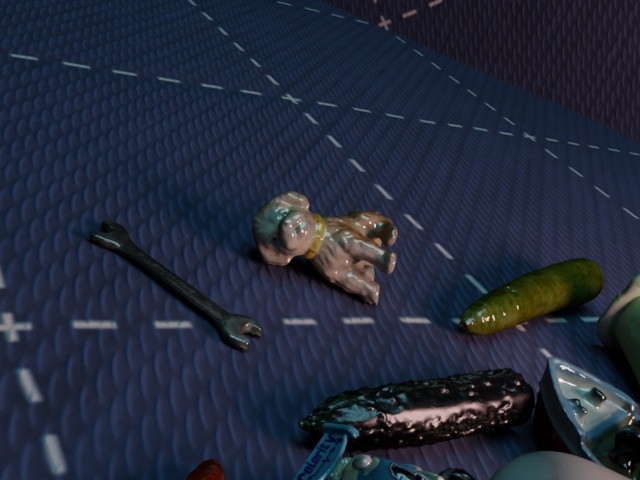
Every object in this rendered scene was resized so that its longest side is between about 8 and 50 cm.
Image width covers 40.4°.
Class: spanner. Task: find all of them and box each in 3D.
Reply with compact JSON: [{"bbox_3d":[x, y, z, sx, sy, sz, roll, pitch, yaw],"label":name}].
[{"bbox_3d":[-0.169,0.046,0.991,0.254,0.015,0.054,33,30,21],"label":"spanner"}]

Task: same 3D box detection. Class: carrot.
[{"bbox_3d":[0.302,0.083,1.248,0.358,0.074,0.074,-12,42,-46],"label":"carrot"}]

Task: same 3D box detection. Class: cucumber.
[{"bbox_3d":[0.107,0.179,0.901,0.300,0.072,0.072,-1,34,-37],"label":"cucumber"}]

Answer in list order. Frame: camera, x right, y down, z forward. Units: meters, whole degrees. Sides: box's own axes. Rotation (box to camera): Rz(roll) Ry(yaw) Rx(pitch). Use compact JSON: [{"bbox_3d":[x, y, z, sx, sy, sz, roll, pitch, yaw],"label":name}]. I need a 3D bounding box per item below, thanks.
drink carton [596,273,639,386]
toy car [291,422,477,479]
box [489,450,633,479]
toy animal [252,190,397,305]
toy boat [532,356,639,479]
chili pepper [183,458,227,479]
[{"bbox_3d":[0.477,0.151,1.189,0.146,0.144,0.142,14,37,-17],"label":"drink carton"},{"bbox_3d":[0.055,0.208,0.695,0.161,0.098,0.126,-11,21,34],"label":"toy car"},{"bbox_3d":[0.244,0.319,0.655,0.288,0.141,0.349,26,25,4],"label":"box"},{"bbox_3d":[0.000,-0.014,1.154,0.185,0.104,0.184,14,28,-8],"label":"toy animal"},{"bbox_3d":[0.362,0.241,0.911,0.145,0.133,0.332,-10,40,-47],"label":"toy boat"},{"bbox_3d":[-0.083,0.244,0.628,0.063,0.071,0.272,-22,28,-1],"label":"chili pepper"}]
